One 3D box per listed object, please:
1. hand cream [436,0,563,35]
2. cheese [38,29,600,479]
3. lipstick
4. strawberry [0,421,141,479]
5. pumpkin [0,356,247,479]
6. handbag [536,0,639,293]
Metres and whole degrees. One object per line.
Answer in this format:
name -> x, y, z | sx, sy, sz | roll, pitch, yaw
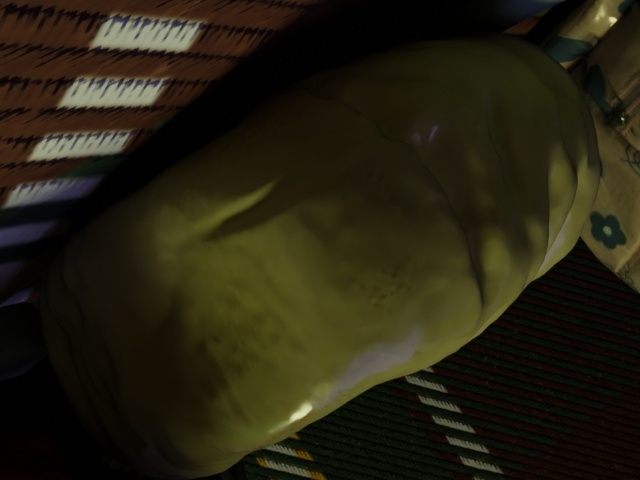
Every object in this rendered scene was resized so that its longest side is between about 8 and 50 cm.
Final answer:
hand cream -> 0.104, -0.122, 0.747 | 0.109, 0.067, 0.320 | -34, -179, -9
cheese -> 0.000, 0.000, 0.782 | 0.214, 0.117, 0.226 | -32, -176, -42
lipstick -> -0.150, 0.047, 0.759 | 0.025, 0.025, 0.107 | -38, 168, 30
strawberry -> -0.163, 0.146, 0.745 | 0.253, 0.150, 0.280 | -4, -175, -27
pumpkin -> -0.138, 0.145, 0.943 | 0.220, 0.162, 0.220 | -29, 162, -10
handbag -> 0.246, -0.101, 1.013 | 0.251, 0.190, 0.193 | -27, 161, -23
